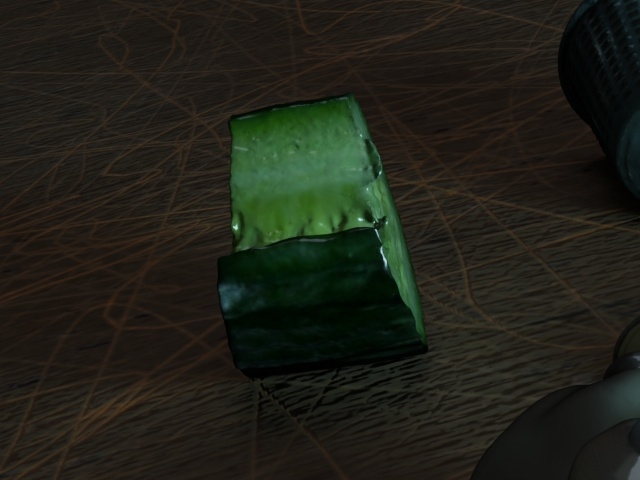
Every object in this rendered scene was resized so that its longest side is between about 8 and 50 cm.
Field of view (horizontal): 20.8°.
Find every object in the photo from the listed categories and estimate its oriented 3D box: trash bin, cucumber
[{"bbox_3d":[0.281,-0.110,1.383,0.175,0.175,0.161,-6,34,7],"label":"trash bin"},{"bbox_3d":[0.001,0.002,1.205,0.130,0.191,0.191,-6,24,3],"label":"cucumber"}]

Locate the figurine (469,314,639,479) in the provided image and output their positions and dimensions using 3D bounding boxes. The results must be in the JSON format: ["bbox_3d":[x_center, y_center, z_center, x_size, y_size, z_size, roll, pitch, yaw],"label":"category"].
[{"bbox_3d":[0.172,0.138,0.794,0.203,0.248,0.380,-6,16,19],"label":"figurine"}]
